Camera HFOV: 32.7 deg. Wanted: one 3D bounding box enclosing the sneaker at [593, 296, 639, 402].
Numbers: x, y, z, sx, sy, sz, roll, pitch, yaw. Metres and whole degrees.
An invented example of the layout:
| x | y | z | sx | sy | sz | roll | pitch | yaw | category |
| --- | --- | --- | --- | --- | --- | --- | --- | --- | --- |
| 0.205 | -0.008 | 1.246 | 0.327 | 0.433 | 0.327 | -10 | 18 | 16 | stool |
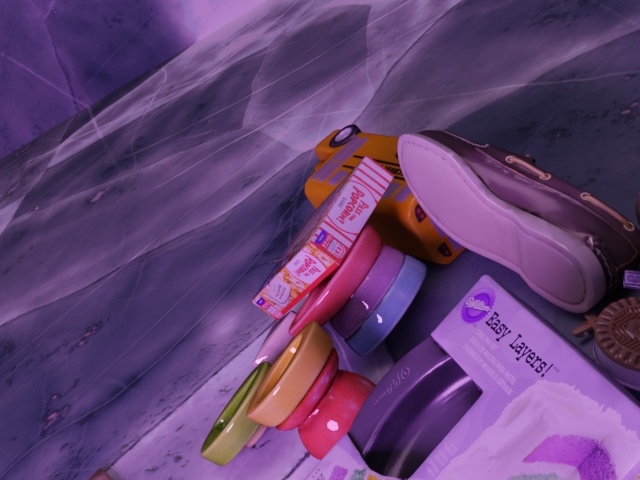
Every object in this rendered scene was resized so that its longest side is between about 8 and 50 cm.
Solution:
| x | y | z | sx | sy | sz | roll | pitch | yaw | category |
| --- | --- | --- | --- | --- | --- | --- | --- | --- | --- |
| 0.342 | 0.141 | 0.817 | 0.282 | 0.153 | 0.099 | 14 | 46 | 21 | sneaker |

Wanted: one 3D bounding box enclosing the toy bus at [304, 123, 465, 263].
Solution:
| x | y | z | sx | sy | sz | roll | pitch | yaw | category |
| --- | --- | --- | --- | --- | --- | --- | --- | --- | --- |
| 0.088 | -0.067 | 1.460 | 0.130 | 0.108 | 0.332 | -45 | 27 | -15 | toy bus |

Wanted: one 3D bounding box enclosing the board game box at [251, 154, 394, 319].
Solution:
| x | y | z | sx | sy | sz | roll | pitch | yaw | category |
| --- | --- | --- | --- | --- | --- | --- | --- | --- | --- |
| 0.000 | 0.000 | 1.311 | 0.147 | 0.045 | 0.193 | -57 | 6 | -32 | board game box |

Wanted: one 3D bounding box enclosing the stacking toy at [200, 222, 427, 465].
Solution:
| x | y | z | sx | sy | sz | roll | pitch | yaw | category |
| --- | --- | --- | --- | --- | --- | --- | --- | --- | --- |
| 0.007 | 0.152 | 1.250 | 0.279 | 0.130 | 0.309 | -49 | 7 | 45 | stacking toy |

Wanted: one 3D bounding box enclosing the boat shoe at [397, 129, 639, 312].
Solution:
| x | y | z | sx | sy | sz | roll | pitch | yaw | category |
| --- | --- | --- | --- | --- | --- | --- | --- | --- | --- |
| 0.210 | -0.041 | 1.188 | 0.096 | 0.117 | 0.324 | -29 | 42 | -21 | boat shoe |

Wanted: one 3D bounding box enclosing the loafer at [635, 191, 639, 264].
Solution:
| x | y | z | sx | sy | sz | roll | pitch | yaw | category |
| --- | --- | --- | --- | --- | --- | --- | --- | --- | --- |
| 0.356 | -0.011 | 1.063 | 0.087 | 0.094 | 0.251 | -25 | 20 | 44 | loafer |

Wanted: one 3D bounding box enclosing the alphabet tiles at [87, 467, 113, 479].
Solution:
| x | y | z | sx | sy | sz | roll | pitch | yaw | category |
| --- | --- | --- | --- | --- | --- | --- | --- | --- | --- |
| -0.326 | 0.409 | 1.282 | 0.285 | 0.011 | 0.342 | -45 | 27 | -16 | alphabet tiles |

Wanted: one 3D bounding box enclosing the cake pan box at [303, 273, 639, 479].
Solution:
| x | y | z | sx | sy | sz | roll | pitch | yaw | category |
| --- | --- | --- | --- | --- | --- | --- | --- | --- | --- |
| 0.113 | 0.174 | 0.792 | 0.246 | 0.070 | 0.267 | -47 | 28 | 5 | cake pan box |

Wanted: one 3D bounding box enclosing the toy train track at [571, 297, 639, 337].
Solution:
| x | y | z | sx | sy | sz | roll | pitch | yaw | category |
| --- | --- | --- | --- | --- | --- | --- | --- | --- | --- |
| 0.288 | 0.077 | 1.071 | 0.083 | 0.014 | 0.048 | -27 | 19 | 6 | toy train track |

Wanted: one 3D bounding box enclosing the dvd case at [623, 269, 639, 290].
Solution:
| x | y | z | sx | sy | sz | roll | pitch | yaw | category |
| --- | --- | --- | --- | --- | --- | --- | --- | --- | --- |
| 0.368 | 0.048 | 0.830 | 0.164 | 0.221 | 0.018 | 9 | 92 | 57 | dvd case |
